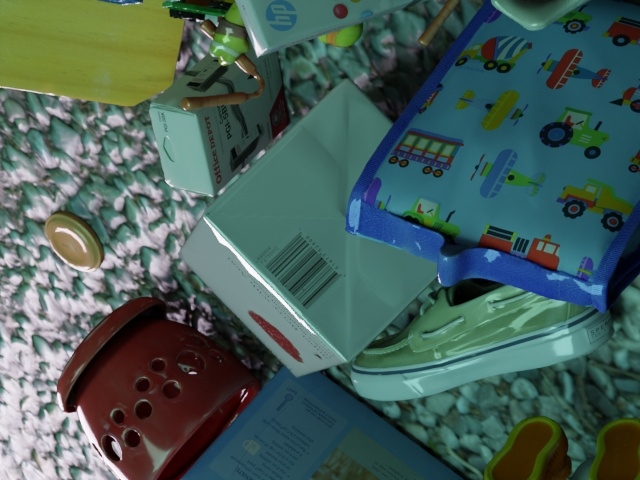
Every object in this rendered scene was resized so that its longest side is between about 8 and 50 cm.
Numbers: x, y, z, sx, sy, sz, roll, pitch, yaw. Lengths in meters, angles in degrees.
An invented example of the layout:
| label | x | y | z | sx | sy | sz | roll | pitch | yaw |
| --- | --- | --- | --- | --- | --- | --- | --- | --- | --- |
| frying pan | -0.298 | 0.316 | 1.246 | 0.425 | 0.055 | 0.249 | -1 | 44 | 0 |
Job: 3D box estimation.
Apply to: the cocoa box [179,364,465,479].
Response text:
| label | x | y | z | sx | sy | sz | roll | pitch | yaw |
| --- | --- | --- | --- | --- | --- | --- | --- | --- | --- |
| cocoa box | 0.018 | 0.345 | 1.914 | 0.347 | 0.231 | 0.228 | 36 | 141 | 10 |

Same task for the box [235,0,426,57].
| label | x | y | z | sx | sy | sz | roll | pitch | yaw |
| --- | --- | --- | --- | --- | --- | --- | --- | --- | --- |
| box | 0.012 | -0.242 | 1.387 | 0.038 | 0.186 | 0.145 | 150 | 100 | -73 |

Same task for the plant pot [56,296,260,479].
| label | x | y | z | sx | sy | sz | roll | pitch | yaw |
| --- | --- | --- | --- | --- | --- | --- | --- | --- | --- |
| plant pot | -0.193 | 0.175 | 1.979 | 0.174 | 0.191 | 0.191 | 39 | 142 | 12 |

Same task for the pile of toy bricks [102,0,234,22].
| label | x | y | z | sx | sy | sz | roll | pitch | yaw |
| --- | --- | --- | --- | --- | --- | --- | --- | --- | --- |
| pile of toy bricks | -0.107 | -0.255 | 1.553 | 0.118 | 0.212 | 0.105 | 4 | 90 | 47 |

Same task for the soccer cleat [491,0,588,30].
| label | x | y | z | sx | sy | sz | roll | pitch | yaw |
| --- | --- | --- | --- | --- | --- | --- | --- | --- | --- |
| soccer cleat | 0.209 | -0.284 | 1.239 | 0.116 | 0.143 | 0.331 | 32 | 140 | 14 |

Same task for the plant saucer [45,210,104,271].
| label | x | y | z | sx | sy | sz | roll | pitch | yaw |
| --- | --- | --- | --- | --- | --- | --- | --- | --- | --- |
| plant saucer | -0.291 | 0.003 | 2.047 | 0.083 | 0.013 | 0.083 | 24 | 138 | 24 |

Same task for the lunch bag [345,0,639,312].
| label | x | y | z | sx | sy | sz | roll | pitch | yaw |
| --- | --- | --- | --- | --- | --- | --- | --- | --- | --- |
| lunch bag | 0.173 | -0.063 | 1.352 | 0.221 | 0.293 | 0.138 | 20 | 136 | 27 |

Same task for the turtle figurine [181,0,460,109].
| label | x | y | z | sx | sy | sz | roll | pitch | yaw |
| --- | --- | --- | --- | --- | --- | --- | --- | --- | --- |
| turtle figurine | -0.029 | -0.232 | 1.443 | 0.217 | 0.270 | 0.087 | 59 | 168 | 19 |

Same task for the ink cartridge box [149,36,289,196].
| label | x | y | z | sx | sy | sz | roll | pitch | yaw |
| --- | --- | --- | --- | --- | --- | --- | --- | --- | --- |
| ink cartridge box | -0.094 | -0.119 | 1.662 | 0.056 | 0.135 | 0.099 | 16 | 134 | 30 |

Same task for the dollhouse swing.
| label | x | y | z | sx | sy | sz | roll | pitch | yaw |
| --- | --- | --- | --- | --- | --- | --- | --- | --- | --- |
| dollhouse swing | -0.304 | -0.331 | 1.716 | 0.346 | 0.305 | 0.315 | 107 | 152 | -49 |

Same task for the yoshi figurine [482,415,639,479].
| label | x | y | z | sx | sy | sz | roll | pitch | yaw |
| --- | --- | --- | --- | --- | --- | --- | --- | --- | --- |
| yoshi figurine | 0.269 | 0.348 | 1.671 | 0.203 | 0.203 | 0.362 | 51 | 166 | 52 |

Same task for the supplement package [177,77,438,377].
| label | x | y | z | sx | sy | sz | roll | pitch | yaw |
| --- | --- | --- | --- | --- | --- | --- | --- | --- | --- |
| supplement package | 0.000 | 0.000 | 1.571 | 0.177 | 0.175 | 0.293 | 46 | 169 | -1 |

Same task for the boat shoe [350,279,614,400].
| label | x | y | z | sx | sy | sz | roll | pitch | yaw |
| --- | --- | --- | --- | --- | --- | --- | --- | --- | --- |
| boat shoe | 0.146 | 0.082 | 1.684 | 0.302 | 0.109 | 0.094 | -18 | 97 | 39 |
